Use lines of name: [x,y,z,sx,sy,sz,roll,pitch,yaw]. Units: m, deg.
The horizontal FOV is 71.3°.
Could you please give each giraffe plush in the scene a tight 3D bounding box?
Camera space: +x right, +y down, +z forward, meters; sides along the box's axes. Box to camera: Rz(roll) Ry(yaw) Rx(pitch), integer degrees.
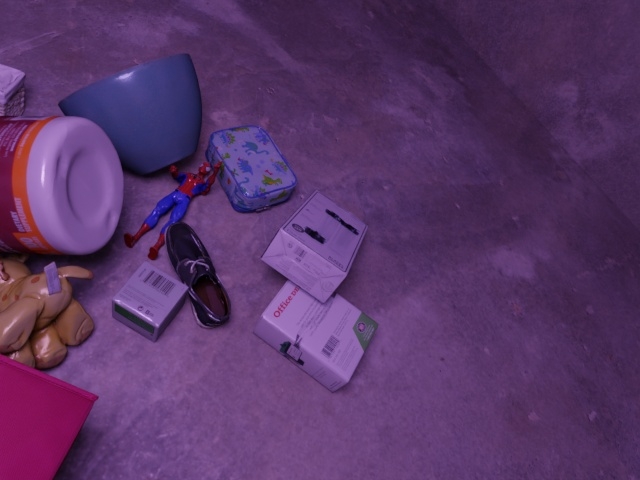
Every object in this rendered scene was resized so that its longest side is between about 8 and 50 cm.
giraffe plush: [-0.509,0.101,0.748,0.171,0.210,0.181,20,17,17]

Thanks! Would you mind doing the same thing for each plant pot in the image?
plant pot: [-0.382,-0.262,0.991,0.290,0.290,0.195,-39,116,-38]

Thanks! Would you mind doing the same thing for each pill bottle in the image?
pill bottle: [-0.561,-0.091,0.731,0.392,0.224,0.224,1,56,4]

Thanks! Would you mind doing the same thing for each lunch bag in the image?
lunch bag: [-0.171,-0.182,1.124,0.176,0.090,0.219,-23,71,-33]

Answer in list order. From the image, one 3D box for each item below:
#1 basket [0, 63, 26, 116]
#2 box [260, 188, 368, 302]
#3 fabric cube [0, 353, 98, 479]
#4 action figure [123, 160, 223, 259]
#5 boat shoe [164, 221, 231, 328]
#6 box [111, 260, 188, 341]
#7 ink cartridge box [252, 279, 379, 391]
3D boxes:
basket: [-0.722,-0.309,0.928,0.167,0.103,0.113,13,42,-16]
box: [0.000,0.000,1.019,0.169,0.087,0.290,34,27,-2]
fabric cube: [-0.488,0.273,0.538,0.259,0.254,0.258,37,50,-25]
action figure: [-0.311,-0.104,0.985,0.091,0.139,0.280,30,49,-6]
boat shoe: [-0.246,0.063,0.908,0.084,0.079,0.233,-21,84,-33]
box: [-0.328,0.118,0.859,0.101,0.087,0.102,32,52,-3]
ink cartridge box: [-0.010,0.187,0.959,0.219,0.092,0.160,37,51,2]
